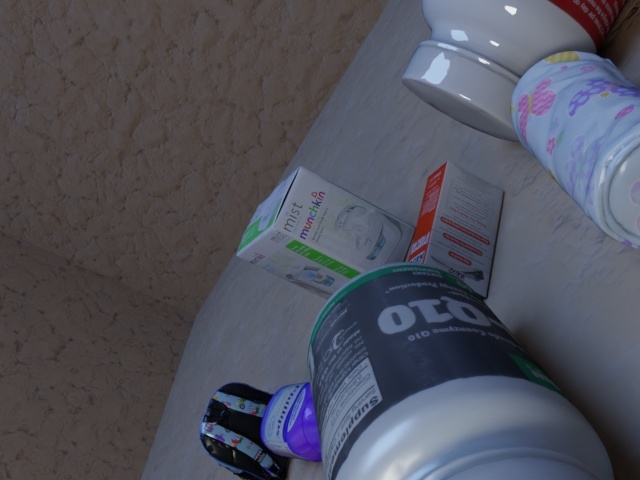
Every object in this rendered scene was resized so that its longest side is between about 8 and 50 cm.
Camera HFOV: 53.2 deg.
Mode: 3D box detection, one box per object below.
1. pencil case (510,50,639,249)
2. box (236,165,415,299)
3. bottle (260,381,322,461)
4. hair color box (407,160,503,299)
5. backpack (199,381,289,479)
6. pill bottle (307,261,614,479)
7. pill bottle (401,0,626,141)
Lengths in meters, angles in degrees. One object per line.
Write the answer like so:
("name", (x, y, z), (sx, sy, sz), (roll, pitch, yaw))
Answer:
("pencil case", (0.266, -0.098, 0.596), (0.273, 0.114, 0.124), (-92, 26, -64))
("box", (0.000, 0.000, 1.155), (0.262, 0.231, 0.126), (-28, 37, 66))
("bottle", (-0.008, 0.273, 0.969), (0.283, 0.092, 0.118), (-33, 32, 64))
("hair color box", (0.173, -0.009, 0.821), (0.053, 0.093, 0.167), (-45, 23, 56))
("backpack", (-0.136, 0.342, 1.145), (0.117, 0.173, 0.158), (-41, 27, 58))
("pill bottle", (0.102, 0.168, 0.524), (0.204, 0.204, 0.361), (-60, 14, 13))
("pill bottle", (0.270, -0.342, 0.787), (0.407, 0.229, 0.229), (-62, 14, 6))
